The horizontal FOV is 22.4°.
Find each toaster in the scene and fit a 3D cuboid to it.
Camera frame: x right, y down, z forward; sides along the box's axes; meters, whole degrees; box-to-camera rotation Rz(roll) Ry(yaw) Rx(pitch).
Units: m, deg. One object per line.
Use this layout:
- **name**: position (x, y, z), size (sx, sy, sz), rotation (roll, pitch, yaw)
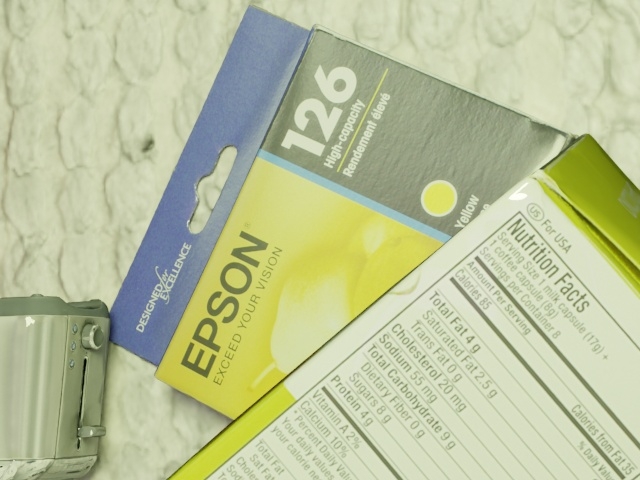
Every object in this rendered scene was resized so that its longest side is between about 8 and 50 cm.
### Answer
- **toaster**: position (-0.274, 0.121, 1.286), size (0.227, 0.129, 0.146), rotation (-3, 83, 21)

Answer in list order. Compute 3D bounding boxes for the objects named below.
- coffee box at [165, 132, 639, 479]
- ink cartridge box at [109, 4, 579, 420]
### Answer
- **coffee box**: position (0.134, 0.171, 0.959), size (0.334, 0.337, 0.338), rotation (-42, 86, 15)
- **ink cartridge box**: position (0.000, 0.000, 1.234), size (0.307, 0.072, 0.303), rotation (25, 92, 20)
